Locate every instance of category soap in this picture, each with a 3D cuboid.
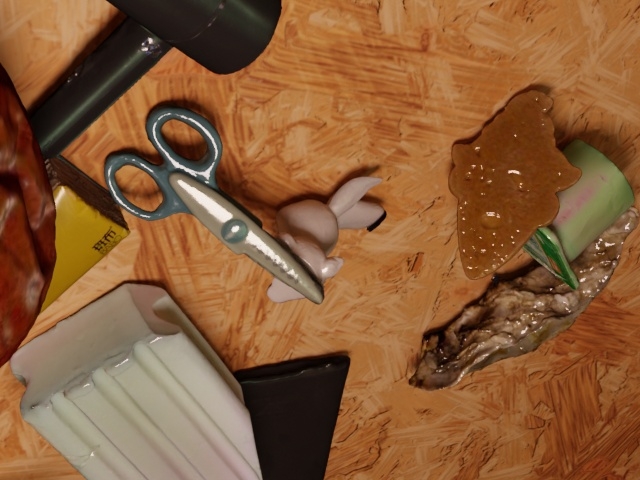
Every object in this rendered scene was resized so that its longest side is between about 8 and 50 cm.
[{"bbox_3d":[-0.200,0.224,1.588,0.208,0.115,0.347,-31,132,2],"label":"soap"}]

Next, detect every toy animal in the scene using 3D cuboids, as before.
[{"bbox_3d":[0.000,0.000,1.552,0.127,0.181,0.131,10,130,12],"label":"toy animal"}]

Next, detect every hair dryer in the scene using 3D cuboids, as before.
[{"bbox_3d":[-0.222,-0.201,1.242,0.302,0.116,0.244,-42,135,18],"label":"hair dryer"}]

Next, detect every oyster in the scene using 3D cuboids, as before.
[{"bbox_3d":[0.299,0.096,1.837,0.396,0.111,0.204,-36,162,7],"label":"oyster"}]

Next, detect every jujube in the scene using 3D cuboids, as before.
[{"bbox_3d":[-0.384,-0.028,1.161,0.277,0.276,0.376,-20,130,-16],"label":"jujube"}]

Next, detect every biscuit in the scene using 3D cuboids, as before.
[{"bbox_3d":[0.233,-0.067,1.606,0.035,0.162,0.250,35,76,-76],"label":"biscuit"}]

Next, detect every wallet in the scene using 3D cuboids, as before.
[{"bbox_3d":[-0.073,0.313,1.823,0.197,0.051,0.377,-7,129,-25],"label":"wallet"}]

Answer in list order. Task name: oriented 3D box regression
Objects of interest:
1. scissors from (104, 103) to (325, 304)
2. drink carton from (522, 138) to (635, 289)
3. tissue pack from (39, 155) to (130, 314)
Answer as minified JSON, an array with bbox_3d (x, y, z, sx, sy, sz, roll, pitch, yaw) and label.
[{"bbox_3d":[-0.101,-0.023,1.423,0.289,0.041,0.138,41,101,-17],"label":"scissors"},{"bbox_3d":[0.325,-0.047,1.696,0.142,0.144,0.146,-44,139,-4],"label":"drink carton"},{"bbox_3d":[-0.305,0.002,1.375,0.169,0.082,0.120,-41,138,7],"label":"tissue pack"}]
